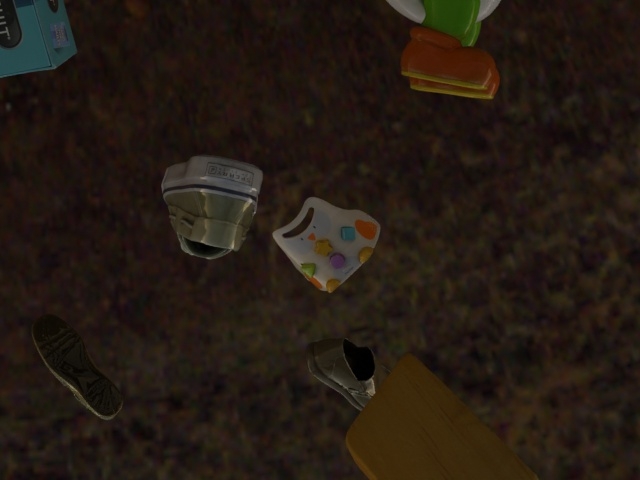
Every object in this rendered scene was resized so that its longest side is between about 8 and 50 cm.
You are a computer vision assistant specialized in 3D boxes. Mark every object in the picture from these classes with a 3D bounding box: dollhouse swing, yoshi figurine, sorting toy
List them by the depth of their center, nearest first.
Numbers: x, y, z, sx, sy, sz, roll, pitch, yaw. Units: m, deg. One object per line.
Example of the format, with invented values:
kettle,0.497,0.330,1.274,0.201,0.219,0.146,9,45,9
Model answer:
sorting toy,0.000,0.000,1.472,0.075,0.045,0.083,40,107,-20
dollhouse swing,0.089,0.374,1.612,0.305,0.315,0.347,-35,131,-10
yoshi figurine,0.196,-0.339,1.817,0.203,0.362,0.203,8,180,-41

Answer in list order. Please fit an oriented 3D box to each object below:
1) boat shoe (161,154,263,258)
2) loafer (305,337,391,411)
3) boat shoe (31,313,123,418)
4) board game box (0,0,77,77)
boat shoe,-0.124,-0.029,1.783,0.109,0.094,0.302,16,174,-5
loafer,0.046,0.149,1.823,0.050,0.056,0.148,-24,143,35
boat shoe,-0.303,0.158,2.052,0.056,0.153,0.048,-42,178,-23
board game box,-0.461,-0.288,1.805,0.336,0.079,0.254,-8,108,15
